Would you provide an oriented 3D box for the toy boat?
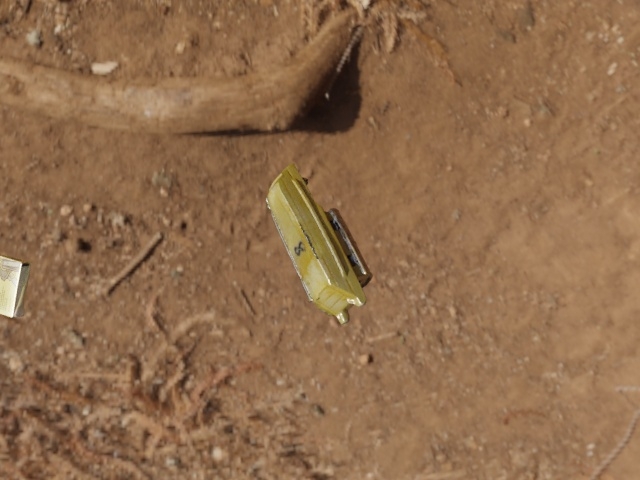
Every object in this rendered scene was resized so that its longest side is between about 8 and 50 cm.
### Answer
[{"bbox_3d":[0.000,0.000,1.258,0.088,0.226,0.068,-8,151,-38],"label":"toy boat"}]

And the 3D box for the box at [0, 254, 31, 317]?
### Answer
[{"bbox_3d":[-0.436,0.050,1.255,0.020,0.149,0.073,7,93,-57],"label":"box"}]
